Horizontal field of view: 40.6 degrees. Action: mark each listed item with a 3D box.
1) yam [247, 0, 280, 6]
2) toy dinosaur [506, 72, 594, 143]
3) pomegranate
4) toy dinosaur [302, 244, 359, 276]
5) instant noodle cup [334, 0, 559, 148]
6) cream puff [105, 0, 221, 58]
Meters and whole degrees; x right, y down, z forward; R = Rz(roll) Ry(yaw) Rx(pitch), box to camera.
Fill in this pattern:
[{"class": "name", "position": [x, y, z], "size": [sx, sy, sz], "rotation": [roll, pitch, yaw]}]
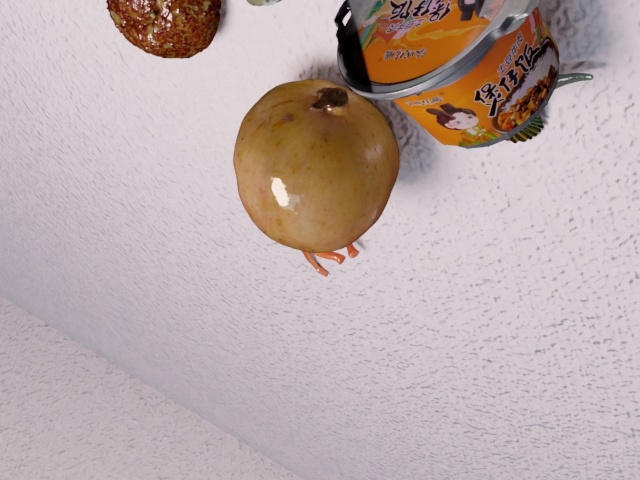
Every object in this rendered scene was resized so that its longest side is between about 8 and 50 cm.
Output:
[{"class": "yam", "position": [-0.080, -0.290, 0.846], "size": [0.054, 0.054, 0.132], "rotation": [1, 136, 48]}, {"class": "toy dinosaur", "position": [0.178, -0.125, 0.828], "size": [0.187, 0.044, 0.106], "rotation": [0, 151, 30]}, {"class": "pomegranate", "position": [-0.009, -0.083, 0.948], "size": [0.191, 0.191, 0.191], "rotation": [28, 151, 16]}, {"class": "toy dinosaur", "position": [0.004, -0.004, 1.199], "size": [0.101, 0.055, 0.280], "rotation": [34, 156, 25]}, {"class": "instant noodle cup", "position": [0.118, -0.156, 0.719], "size": [0.125, 0.178, 0.208], "rotation": [40, 178, -38]}, {"class": "cream puff", "position": [-0.183, -0.265, 0.968], "size": [0.149, 0.084, 0.149], "rotation": [25, 150, 16]}]
